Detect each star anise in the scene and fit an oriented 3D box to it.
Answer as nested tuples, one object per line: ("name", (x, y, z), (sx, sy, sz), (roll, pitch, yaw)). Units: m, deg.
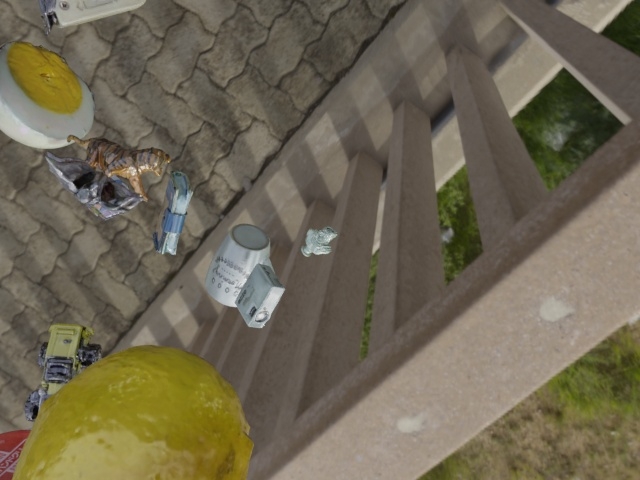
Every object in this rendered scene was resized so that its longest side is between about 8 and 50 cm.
("star anise", (-0.393, -0.095, 1.062), (0.181, 0.205, 0.061), (34, 86, -32))

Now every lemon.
("lemon", (-0.191, 0.240, 0.642), (0.234, 0.288, 0.233), (11, 141, 9))

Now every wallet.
("wallet", (-0.398, -0.070, 1.673), (0.059, 0.141, 0.202), (12, 113, -24))

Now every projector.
("projector", (-0.170, 0.158, 1.767), (0.061, 0.115, 0.147), (15, 114, -38))

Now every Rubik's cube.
("Rubik's cube", (-0.505, -0.101, 1.483), (0.111, 0.111, 0.093), (31, 131, -8))

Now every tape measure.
("tape measure", (-0.577, -0.648, 1.498), (0.271, 0.133, 0.231), (-26, 115, -19))

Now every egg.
("egg", (-0.829, -0.388, 1.777), (0.201, 0.337, 0.337), (-24, 111, 29))

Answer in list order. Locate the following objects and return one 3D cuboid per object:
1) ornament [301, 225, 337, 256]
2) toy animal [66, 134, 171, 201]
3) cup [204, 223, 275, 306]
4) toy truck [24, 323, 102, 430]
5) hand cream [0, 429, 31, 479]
("ornament", (-0.003, 0.001, 1.417), (0.069, 0.041, 0.092), (29, 122, 12))
("toy animal", (-0.436, -0.169, 1.247), (0.255, 0.114, 0.116), (26, 105, 22))
("cup", (-0.226, 0.093, 2.007), (0.258, 0.186, 0.234), (34, 128, 11))
("toy truck", (-0.574, 0.323, 1.372), (0.137, 0.285, 0.111), (3, 158, -3))
("hand cream", (-0.554, 0.444, 1.122), (0.193, 0.193, 0.125), (5, 105, 6))
